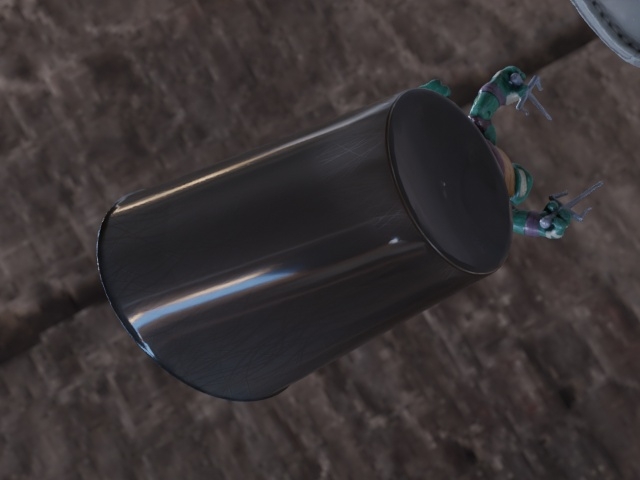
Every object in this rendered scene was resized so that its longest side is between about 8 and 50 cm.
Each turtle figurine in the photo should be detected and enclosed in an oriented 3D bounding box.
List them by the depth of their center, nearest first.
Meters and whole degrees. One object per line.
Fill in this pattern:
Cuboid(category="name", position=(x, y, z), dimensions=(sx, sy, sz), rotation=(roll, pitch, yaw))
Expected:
Cuboid(category="turtle figurine", position=(0.158, -0.067, 1.237), dimensions=(0.234, 0.118, 0.175), rotation=(7, -127, -54))

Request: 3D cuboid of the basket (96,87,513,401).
Cuboid(category="basket", position=(0.000, 0.000, 0.911), dimensions=(0.204, 0.227, 0.154), rotation=(28, -130, -38))

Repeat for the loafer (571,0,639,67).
Cuboid(category="loafer", position=(0.123, -0.230, 0.692), dimensions=(0.319, 0.112, 0.111), rotation=(61, -157, -7))
